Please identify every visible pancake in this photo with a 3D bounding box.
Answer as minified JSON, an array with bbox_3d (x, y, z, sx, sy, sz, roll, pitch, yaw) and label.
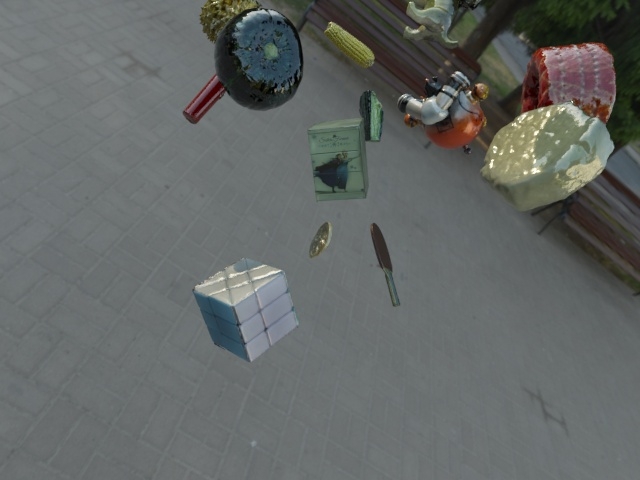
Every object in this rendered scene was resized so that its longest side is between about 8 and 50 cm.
[{"bbox_3d":[-0.001,-0.001,1.872,0.025,0.151,0.152,26,35,-24],"label":"pancake"}]

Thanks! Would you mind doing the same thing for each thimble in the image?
[{"bbox_3d":[0.820,-0.481,1.672,0.230,0.350,0.350,2,32,12],"label":"thimble"}]

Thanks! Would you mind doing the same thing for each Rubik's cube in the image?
[{"bbox_3d":[-0.238,0.218,1.605,0.231,0.225,0.221,13,37,44],"label":"Rubik's cube"}]

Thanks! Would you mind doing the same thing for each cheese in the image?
[{"bbox_3d":[0.577,-0.225,1.286,0.115,0.326,0.318,42,57,-28],"label":"cheese"}]

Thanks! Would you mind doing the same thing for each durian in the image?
[{"bbox_3d":[-0.431,-0.970,2.171,0.195,0.305,0.185,44,41,-11],"label":"durian"}]

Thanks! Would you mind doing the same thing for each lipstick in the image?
[{"bbox_3d":[-0.387,-0.537,1.784,0.073,0.073,0.280,38,75,-6],"label":"lipstick"}]

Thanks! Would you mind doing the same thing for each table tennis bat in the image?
[{"bbox_3d":[0.204,0.073,1.553,0.154,0.021,0.274,26,48,-65],"label":"table tennis bat"}]

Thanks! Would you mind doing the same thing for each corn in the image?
[{"bbox_3d":[0.103,-0.678,1.727,0.206,0.067,0.067,34,33,-14],"label":"corn"}]

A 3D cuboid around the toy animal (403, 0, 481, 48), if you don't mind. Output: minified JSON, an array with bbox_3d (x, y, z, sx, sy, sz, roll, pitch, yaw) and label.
[{"bbox_3d":[0.290,-0.566,1.173,0.168,0.121,0.233,25,73,12],"label":"toy animal"}]

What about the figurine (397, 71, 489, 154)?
[{"bbox_3d":[0.455,-0.442,1.769,0.323,0.320,0.196,20,63,-46],"label":"figurine"}]

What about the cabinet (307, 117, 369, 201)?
[{"bbox_3d":[0.056,-0.232,1.425,0.145,0.206,0.150,-3,21,11],"label":"cabinet"}]

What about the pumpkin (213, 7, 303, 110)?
[{"bbox_3d":[-0.200,-0.575,1.603,0.315,0.238,0.315,-1,92,-37],"label":"pumpkin"}]

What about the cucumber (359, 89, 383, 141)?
[{"bbox_3d":[0.199,-0.493,1.989,0.115,0.085,0.193,-10,96,-59],"label":"cucumber"}]
